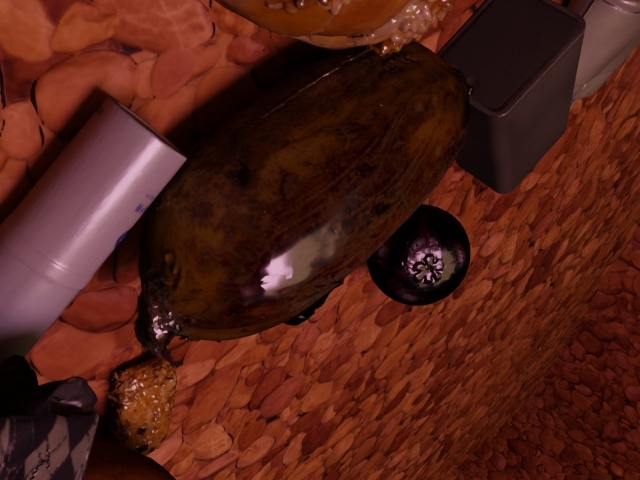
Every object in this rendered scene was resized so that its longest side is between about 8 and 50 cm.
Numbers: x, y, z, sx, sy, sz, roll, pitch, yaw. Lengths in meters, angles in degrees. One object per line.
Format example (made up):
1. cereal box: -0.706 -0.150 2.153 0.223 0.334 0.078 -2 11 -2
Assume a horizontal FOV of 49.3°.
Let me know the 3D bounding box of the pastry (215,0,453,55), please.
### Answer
1. pastry: 0.034 -0.252 0.492 0.311 0.162 0.255 -2 128 -53

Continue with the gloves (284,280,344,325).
1. gloves: 0.001 0.001 0.799 0.181 0.106 0.129 -52 150 11

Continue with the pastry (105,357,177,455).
1. pastry: -0.201 0.193 0.788 0.080 0.056 0.140 -17 141 -29

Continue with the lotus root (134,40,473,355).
1. lotus root: -0.012 -0.042 0.646 0.397 0.179 0.196 -38 159 -22

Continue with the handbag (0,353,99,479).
1. handbag: -0.281 0.195 0.314 0.317 0.180 0.416 -68 163 -8

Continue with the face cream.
1. face cream: -0.210 0.009 0.534 0.250 0.077 0.077 -50 152 2

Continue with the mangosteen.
1. mangosteen: 0.135 0.017 0.994 0.152 0.152 0.152 -35 148 -26

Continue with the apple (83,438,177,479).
1. apple: -0.261 0.334 0.663 0.309 0.277 0.250 -45 128 -51

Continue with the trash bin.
1. trash bin: 0.245 -0.183 0.921 0.164 0.122 0.240 -47 154 -6

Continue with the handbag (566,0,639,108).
1. handbag: 0.404 -0.288 1.093 0.241 0.109 0.315 -27 157 -35
